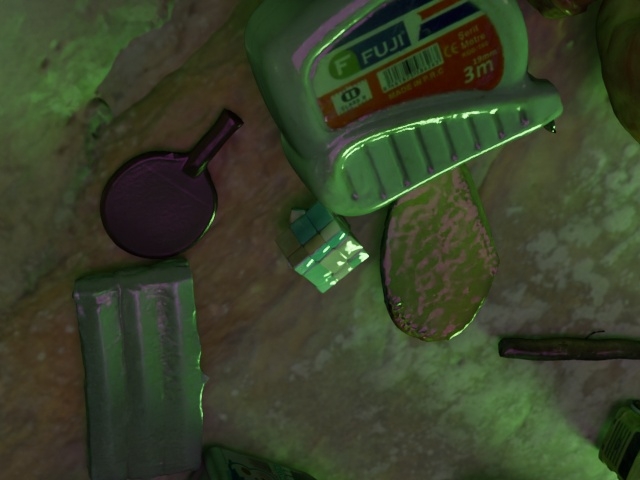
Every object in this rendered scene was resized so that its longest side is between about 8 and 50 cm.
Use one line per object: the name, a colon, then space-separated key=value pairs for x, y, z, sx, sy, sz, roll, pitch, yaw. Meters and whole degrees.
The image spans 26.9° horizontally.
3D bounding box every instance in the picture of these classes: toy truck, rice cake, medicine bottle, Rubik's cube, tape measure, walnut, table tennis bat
toy truck: x=0.416 y=0.252 z=1.482 sx=0.191 sy=0.116 sz=0.085 roll=14 pitch=109 yaw=-21
rice cake: x=-0.175 y=0.132 z=1.315 sx=0.127 sy=0.043 sz=0.237 roll=-8 pitch=118 yaw=-12
medicine bottle: x=-0.043 y=0.297 z=1.384 sx=0.188 sy=0.119 sz=0.094 roll=20 pitch=109 yaw=-22
Rubik's cube: x=-0.002 y=0.000 z=1.282 sx=0.075 sy=0.073 sz=0.084 roll=-31 pitch=144 yaw=-6
tape measure: x=0.068 y=-0.156 z=1.193 sx=0.243 sy=0.125 sz=0.246 roll=-28 pitch=122 yaw=-8
walnut: x=0.218 y=-0.248 z=1.212 sx=0.079 sy=0.082 sz=0.096 roll=-19 pitch=115 yaw=38
table tennis bat: x=-0.123 y=-0.031 z=1.206 sx=0.107 sy=0.119 sz=0.170 roll=34 pitch=105 yaw=-26

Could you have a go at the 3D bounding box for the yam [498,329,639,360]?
yam: x=0.302 y=0.116 z=1.441 sx=0.234 sy=0.029 sz=0.027 roll=2 pitch=142 yaw=-17

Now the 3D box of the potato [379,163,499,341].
potato: x=0.112 y=0.001 z=1.321 sx=0.120 sy=0.054 sz=0.197 roll=-10 pitch=113 yaw=-5

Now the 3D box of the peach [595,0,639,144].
peach: x=0.375 y=-0.161 z=1.214 sx=0.232 sy=0.232 sz=0.257 roll=-46 pitch=127 yaw=10
